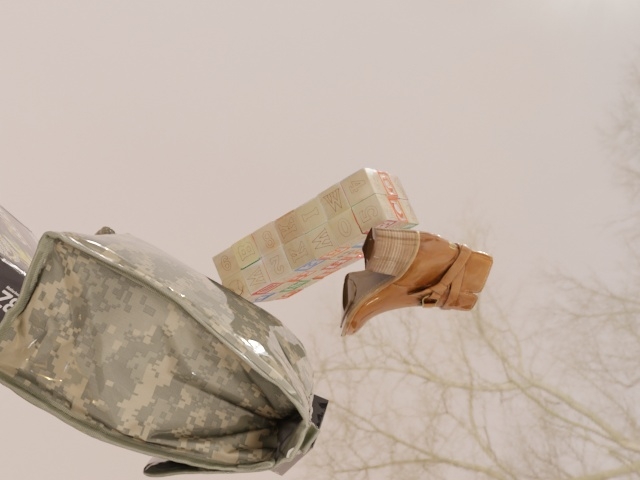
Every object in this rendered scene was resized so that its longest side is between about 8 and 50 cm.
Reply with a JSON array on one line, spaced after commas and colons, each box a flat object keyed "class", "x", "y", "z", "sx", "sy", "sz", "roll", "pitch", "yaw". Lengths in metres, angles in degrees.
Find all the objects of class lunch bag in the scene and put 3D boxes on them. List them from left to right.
[{"class": "lunch bag", "x": -0.137, "y": 0.119, "z": 0.695, "sx": 0.287, "sy": 0.235, "sz": 0.168, "roll": 28, "pitch": -89, "yaw": 0}]

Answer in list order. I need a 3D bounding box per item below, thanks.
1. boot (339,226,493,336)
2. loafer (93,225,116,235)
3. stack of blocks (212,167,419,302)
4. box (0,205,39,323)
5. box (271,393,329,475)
[{"class": "boot", "x": 0.110, "y": 0.068, "z": 0.864, "sx": 0.153, "sy": 0.197, "sz": 0.072, "roll": 11, "pitch": -131, "yaw": -11}, {"class": "loafer", "x": -0.416, "y": 0.045, "z": 1.351, "sx": 0.056, "sy": 0.050, "sz": 0.147, "roll": 35, "pitch": -142, "yaw": -51}, {"class": "stack of blocks", "x": 0.000, "y": 0.000, "z": 1.111, "sx": 0.171, "sy": 0.297, "sz": 0.087, "roll": 0, "pitch": -116, "yaw": -62}, {"class": "box", "x": -0.531, "y": 0.016, "z": 1.117, "sx": 0.097, "sy": 0.395, "sz": 0.318, "roll": -43, "pitch": -41, "yaw": -11}, {"class": "box", "x": -0.112, "y": 0.350, "z": 1.346, "sx": 0.184, "sy": 0.261, "sz": 0.103, "roll": 26, "pitch": -122, "yaw": -2}]
